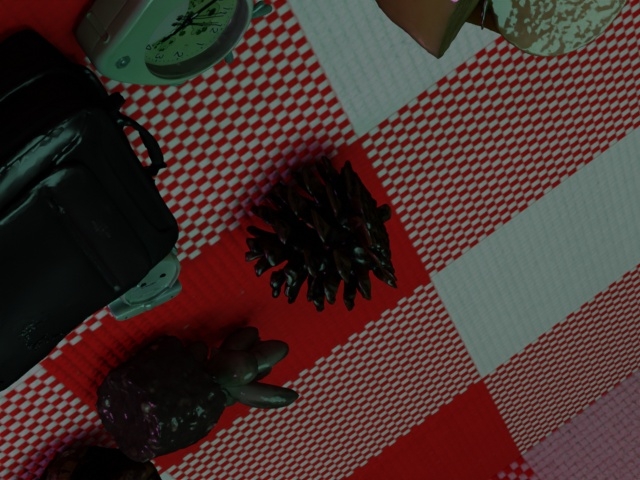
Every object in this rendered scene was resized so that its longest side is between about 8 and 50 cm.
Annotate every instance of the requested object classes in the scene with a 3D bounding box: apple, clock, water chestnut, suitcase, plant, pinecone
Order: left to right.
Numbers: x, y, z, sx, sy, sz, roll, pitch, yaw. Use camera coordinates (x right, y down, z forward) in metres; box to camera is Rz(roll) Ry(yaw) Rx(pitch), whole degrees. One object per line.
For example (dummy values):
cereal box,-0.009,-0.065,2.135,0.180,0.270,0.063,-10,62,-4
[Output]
suitcase,-0.325,-0.027,1.907,0.339,0.188,0.345,-40,152,-7
water chestnut,-0.325,0.388,2.557,0.223,0.238,0.224,10,90,-74
clock,-0.219,0.038,2.266,0.101,0.041,0.135,-25,151,-23
clock,-0.141,-0.231,1.901,0.159,0.066,0.211,-48,152,22
plant,-0.163,0.193,2.481,0.274,0.146,0.149,-17,167,-37
pinecone,0.000,0.000,2.313,0.207,0.208,0.208,-28,152,-16
apple,0.179,-0.337,1.935,0.295,0.233,0.258,-9,126,-39
